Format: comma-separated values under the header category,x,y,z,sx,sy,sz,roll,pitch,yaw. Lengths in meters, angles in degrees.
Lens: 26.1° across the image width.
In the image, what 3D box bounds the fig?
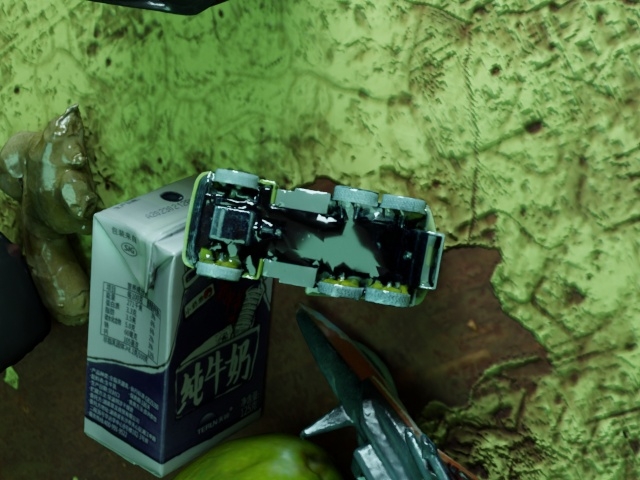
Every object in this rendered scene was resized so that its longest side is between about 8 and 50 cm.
category,x,y,z,sx,sy,sz,roll,pitch,yaw
fig,-0.100,0.275,1.165,0.275,0.206,0.206,-15,98,19

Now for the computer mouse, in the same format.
category,x,y,z,sx,sy,sz,roll,pitch,yaw
computer mouse,-0.333,0.047,1.268,0.100,0.269,0.170,-30,97,14

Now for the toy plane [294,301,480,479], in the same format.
category,x,y,z,sx,sy,sz,roll,pitch,yaw
toy plane,0.063,0.180,1.093,0.326,0.104,0.223,46,159,20

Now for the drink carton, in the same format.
category,x,y,z,sx,sy,sz,roll,pitch,yaw
drink carton,-0.120,0.068,1.176,0.102,0.134,0.222,25,122,33

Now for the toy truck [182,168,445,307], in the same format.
category,x,y,z,sx,sy,sz,roll,pitch,yaw
toy truck,0.000,0.000,1.055,0.191,0.116,0.085,8,88,9

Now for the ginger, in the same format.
category,x,y,z,sx,sy,sz,roll,pitch,yaw
ginger,-0.245,-0.018,1.295,0.133,0.059,0.214,-1,106,44

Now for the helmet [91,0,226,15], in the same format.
category,x,y,z,sx,sy,sz,roll,pitch,yaw
helmet,-0.111,-0.266,0.989,0.216,0.193,0.189,42,134,24
